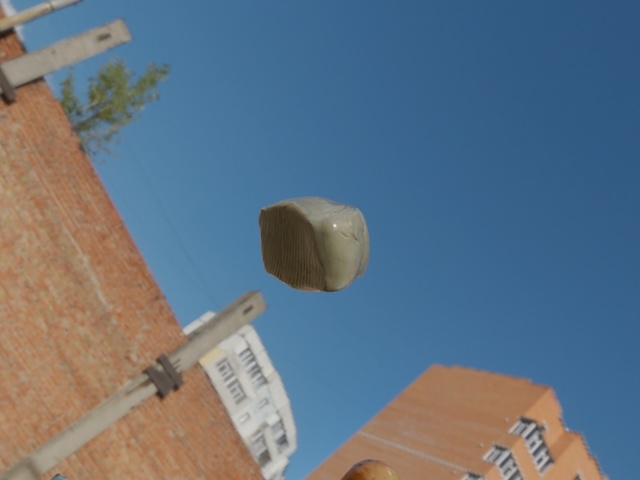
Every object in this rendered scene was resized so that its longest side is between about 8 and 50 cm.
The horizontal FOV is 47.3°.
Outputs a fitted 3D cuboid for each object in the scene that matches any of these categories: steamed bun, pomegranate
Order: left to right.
[{"bbox_3d":[0.005,0.000,1.981,0.384,0.236,0.246,11,-71,58],"label":"steamed bun"},{"bbox_3d":[0.136,0.691,1.970,0.191,0.191,0.191,38,-33,30],"label":"pomegranate"}]

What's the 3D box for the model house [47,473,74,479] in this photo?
[{"bbox_3d":[-0.591,0.750,1.728,0.360,0.339,0.297,105,-25,-44],"label":"model house"}]
